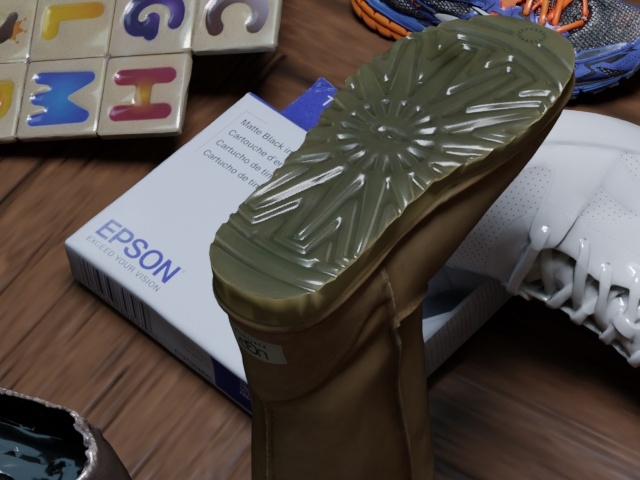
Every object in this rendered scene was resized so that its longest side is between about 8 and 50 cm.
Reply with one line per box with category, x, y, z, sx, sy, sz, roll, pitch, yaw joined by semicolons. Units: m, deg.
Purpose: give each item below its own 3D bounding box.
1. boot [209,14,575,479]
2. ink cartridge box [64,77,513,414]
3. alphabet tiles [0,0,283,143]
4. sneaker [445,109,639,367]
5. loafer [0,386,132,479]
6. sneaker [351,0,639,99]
boot;0.037;0.044;0.948;0.236;0.269;0.089;-38;55;-26
ink cartridge box;0.000;0.000;1.132;0.223;0.045;0.224;34;61;29
alphabet tiles;-0.184;-0.194;1.264;0.343;0.011;0.285;-2;65;17
sneaker;0.172;0.030;1.019;0.292;0.108;0.169;7;51;-10
loafer;-0.267;0.092;0.988;0.366;0.130;0.134;11;52;-2
sneaker;0.115;-0.159;1.224;0.221;0.087;0.083;19;56;20
